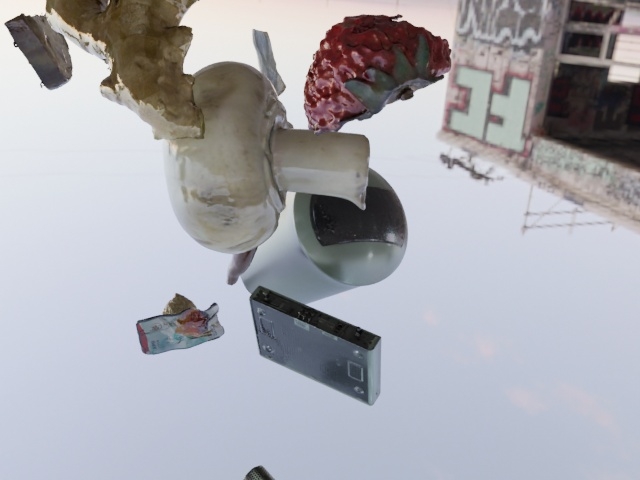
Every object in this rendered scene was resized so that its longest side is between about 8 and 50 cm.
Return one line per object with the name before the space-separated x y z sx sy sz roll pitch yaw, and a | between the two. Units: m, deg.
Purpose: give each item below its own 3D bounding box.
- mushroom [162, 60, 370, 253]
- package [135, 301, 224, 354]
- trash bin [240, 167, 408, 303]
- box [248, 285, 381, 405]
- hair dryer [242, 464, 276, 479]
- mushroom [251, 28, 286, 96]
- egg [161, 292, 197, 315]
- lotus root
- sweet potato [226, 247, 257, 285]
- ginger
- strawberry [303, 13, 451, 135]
mushroom | -0.085 -0.132 1.229 0.336 0.314 0.314 5 -158 6
package | -0.372 0.242 2.010 0.232 0.166 0.040 -12 -131 -15
trash bin | 0.000 0.000 1.709 0.280 0.280 0.432 -10 169 -31
box | -0.011 0.203 1.434 0.270 0.211 0.045 22 -130 22
hair dryer | -0.037 0.649 1.532 0.156 0.284 0.320 -28 -137 -30
mushroom | -0.149 -0.506 2.119 0.059 0.202 0.054 -11 -151 15
egg | -0.413 0.229 2.212 0.116 0.118 0.140 -9 -129 -26
lotus root | -0.613 -0.420 1.655 0.074 0.170 0.260 -21 -158 -3
sweet potato | -0.152 0.005 1.526 0.057 0.264 0.057 14 -142 -12
ginger | -0.286 -0.313 1.102 0.363 0.348 0.122 2 160 18
strawberry | 0.042 -0.214 0.909 0.190 0.111 0.236 -32 -165 -11
